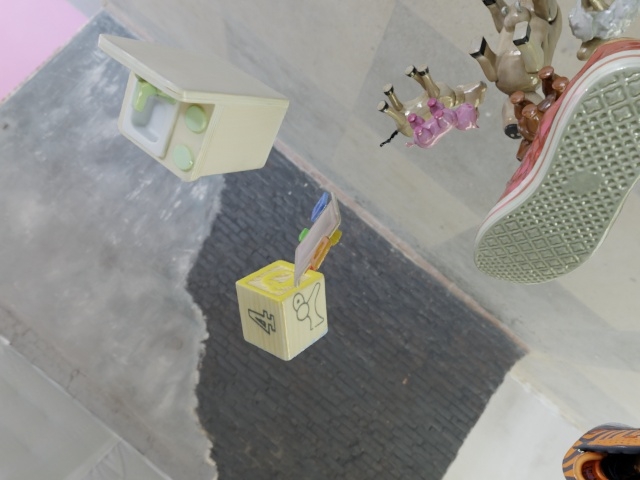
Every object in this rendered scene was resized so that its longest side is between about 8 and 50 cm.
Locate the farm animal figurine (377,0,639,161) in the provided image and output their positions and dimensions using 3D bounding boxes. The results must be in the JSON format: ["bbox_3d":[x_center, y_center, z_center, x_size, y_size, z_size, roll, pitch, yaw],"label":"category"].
[{"bbox_3d":[0.289,-0.255,0.751,0.172,0.327,0.330,29,179,-41],"label":"farm animal figurine"}]

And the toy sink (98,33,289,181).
[{"bbox_3d":[-0.182,-0.178,0.662,0.152,0.131,0.234,35,-154,16],"label":"toy sink"}]

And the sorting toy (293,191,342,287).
[{"bbox_3d":[0.000,0.000,1.074,0.047,0.196,0.348,28,-162,-12],"label":"sorting toy"}]

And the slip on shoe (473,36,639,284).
[{"bbox_3d":[0.264,-0.061,0.516,0.122,0.101,0.332,20,141,11],"label":"slip on shoe"}]

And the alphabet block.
[{"bbox_3d":[-0.109,0.196,1.374,0.193,0.192,0.197,14,117,36],"label":"alphabet block"}]

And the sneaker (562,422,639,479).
[{"bbox_3d":[0.468,0.368,0.776,0.321,0.179,0.125,111,152,-54],"label":"sneaker"}]
